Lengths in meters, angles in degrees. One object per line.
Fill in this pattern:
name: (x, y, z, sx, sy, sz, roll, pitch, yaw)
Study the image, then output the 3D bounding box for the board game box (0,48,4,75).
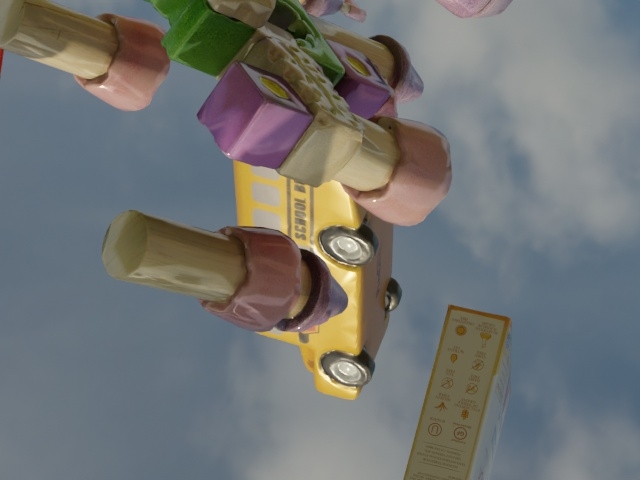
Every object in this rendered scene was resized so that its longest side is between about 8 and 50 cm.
board game box: (-0.512, -0.088, 1.460, 0.356, 0.356, 0.356, 5, -172, -30)

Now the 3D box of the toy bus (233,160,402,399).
toy bus: (0.000, 0.000, 1.500, 0.130, 0.333, 0.108, 14, -128, 12)

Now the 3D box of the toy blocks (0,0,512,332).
toy blocks: (0.003, -0.128, 1.073, 0.260, 0.309, 0.289, 17, -148, -45)

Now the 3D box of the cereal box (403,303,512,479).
cereal box: (0.077, 0.182, 1.097, 0.047, 0.173, 0.240, 12, -109, 10)
